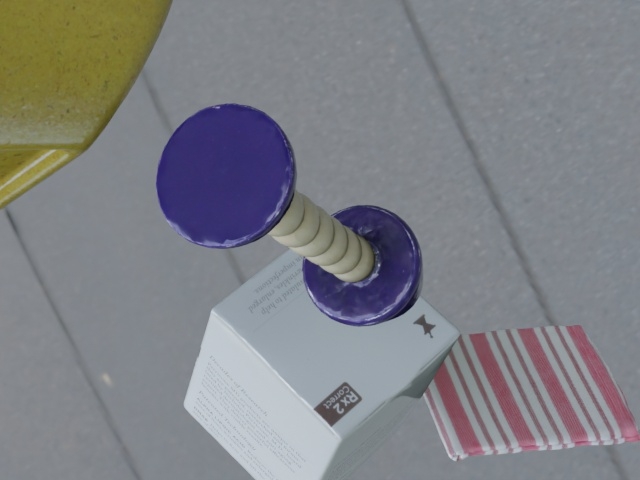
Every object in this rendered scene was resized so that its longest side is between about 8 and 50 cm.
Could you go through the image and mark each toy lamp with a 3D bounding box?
[{"bbox_3d":[0.000,0.000,0.724,0.080,0.274,0.080,-4,78,20],"label":"toy lamp"}]

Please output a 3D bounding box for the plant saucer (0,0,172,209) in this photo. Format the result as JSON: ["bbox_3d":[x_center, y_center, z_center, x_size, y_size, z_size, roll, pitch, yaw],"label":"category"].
[{"bbox_3d":[-0.280,-0.038,0.652,0.333,0.332,0.081,-26,77,41],"label":"plant saucer"}]

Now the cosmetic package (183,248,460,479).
[{"bbox_3d":[-0.004,0.112,1.097,0.151,0.151,0.184,43,147,15],"label":"cosmetic package"}]

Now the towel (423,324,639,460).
[{"bbox_3d":[0.190,0.145,1.222,0.144,0.197,0.029,-110,22,-46],"label":"towel"}]
